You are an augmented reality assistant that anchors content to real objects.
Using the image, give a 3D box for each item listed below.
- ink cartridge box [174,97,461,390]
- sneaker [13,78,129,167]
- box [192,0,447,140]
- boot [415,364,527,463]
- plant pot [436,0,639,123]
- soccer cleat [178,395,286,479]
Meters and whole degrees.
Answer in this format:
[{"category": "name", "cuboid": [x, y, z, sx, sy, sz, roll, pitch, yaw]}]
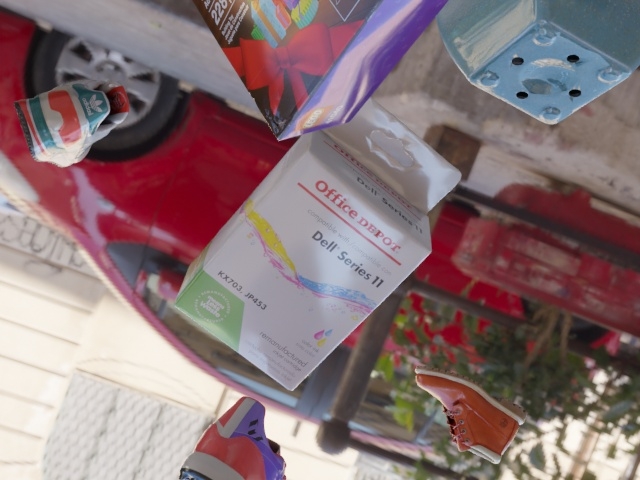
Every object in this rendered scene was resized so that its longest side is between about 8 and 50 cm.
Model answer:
[{"category": "ink cartridge box", "cuboid": [0.000, 0.000, 1.139, 0.207, 0.353, 0.119, 38, -158, -12]}, {"category": "sneaker", "cuboid": [-0.185, -0.096, 0.701, 0.075, 0.057, 0.161, -18, -174, -2]}, {"category": "box", "cuboid": [0.012, -0.210, 0.391, 0.057, 0.293, 0.201, -20, -108, -38]}, {"category": "boot", "cuboid": [0.177, 0.216, 1.103, 0.158, 0.085, 0.059, 31, 168, -8]}, {"category": "plant pot", "cuboid": [0.295, -0.303, 1.127, 0.247, 0.252, 0.248, 24, 149, -21]}, {"category": "soccer cleat", "cuboid": [-0.076, 0.307, 1.067, 0.108, 0.116, 0.318, 19, 148, 25]}]
